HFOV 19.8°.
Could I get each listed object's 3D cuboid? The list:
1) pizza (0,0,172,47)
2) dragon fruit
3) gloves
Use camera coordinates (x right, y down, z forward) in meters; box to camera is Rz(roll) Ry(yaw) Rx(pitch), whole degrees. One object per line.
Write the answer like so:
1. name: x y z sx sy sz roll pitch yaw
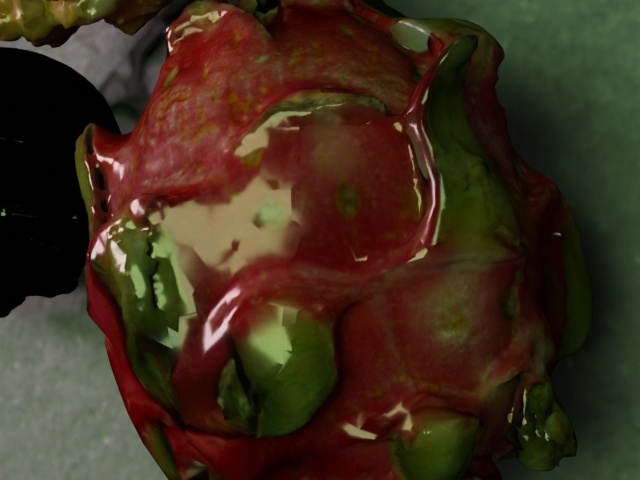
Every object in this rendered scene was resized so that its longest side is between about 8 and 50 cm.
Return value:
1. pizza: -0.099 -0.203 0.963 0.409 0.114 0.277 -27 30 12
2. dragon fruit: 0.002 0.005 0.881 0.231 0.237 0.302 -24 62 5
3. gloves: -0.176 -0.015 1.007 0.164 0.124 0.203 22 136 13
